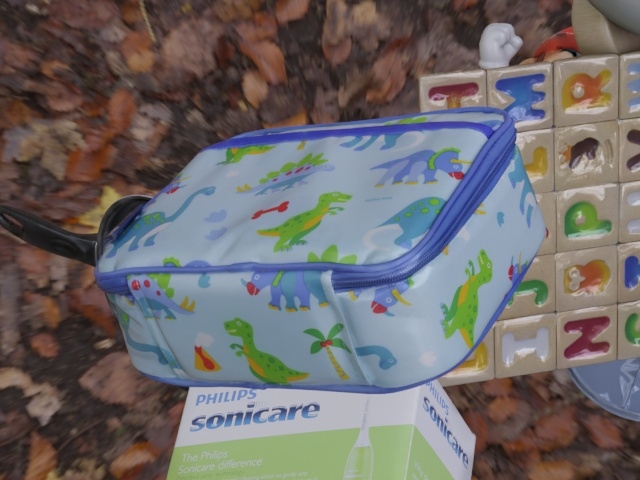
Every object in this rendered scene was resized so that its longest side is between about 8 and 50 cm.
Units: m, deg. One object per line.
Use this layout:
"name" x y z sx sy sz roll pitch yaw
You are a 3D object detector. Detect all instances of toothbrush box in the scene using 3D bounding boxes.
"toothbrush box" -0.013 0.243 1.137 0.206 0.122 0.283 -10 49 25

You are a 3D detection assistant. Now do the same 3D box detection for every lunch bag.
"lunch bag" 0.000 0.000 0.833 0.219 0.176 0.090 -1 121 35

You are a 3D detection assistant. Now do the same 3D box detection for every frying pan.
"frying pan" -0.172 0.047 1.436 0.053 0.326 0.197 -29 109 -39

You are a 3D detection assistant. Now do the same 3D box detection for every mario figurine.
"mario figurine" 0.258 -0.148 1.904 0.320 0.170 0.198 -51 124 -15

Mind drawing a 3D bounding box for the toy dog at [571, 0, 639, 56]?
"toy dog" 0.235 -0.270 1.208 0.220 0.334 0.161 5 70 23

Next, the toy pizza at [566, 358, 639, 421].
"toy pizza" 0.337 0.088 1.540 0.201 0.032 0.201 -6 66 14

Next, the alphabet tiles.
"alphabet tiles" 0.199 -0.016 1.315 0.342 0.011 0.285 -8 113 -9
